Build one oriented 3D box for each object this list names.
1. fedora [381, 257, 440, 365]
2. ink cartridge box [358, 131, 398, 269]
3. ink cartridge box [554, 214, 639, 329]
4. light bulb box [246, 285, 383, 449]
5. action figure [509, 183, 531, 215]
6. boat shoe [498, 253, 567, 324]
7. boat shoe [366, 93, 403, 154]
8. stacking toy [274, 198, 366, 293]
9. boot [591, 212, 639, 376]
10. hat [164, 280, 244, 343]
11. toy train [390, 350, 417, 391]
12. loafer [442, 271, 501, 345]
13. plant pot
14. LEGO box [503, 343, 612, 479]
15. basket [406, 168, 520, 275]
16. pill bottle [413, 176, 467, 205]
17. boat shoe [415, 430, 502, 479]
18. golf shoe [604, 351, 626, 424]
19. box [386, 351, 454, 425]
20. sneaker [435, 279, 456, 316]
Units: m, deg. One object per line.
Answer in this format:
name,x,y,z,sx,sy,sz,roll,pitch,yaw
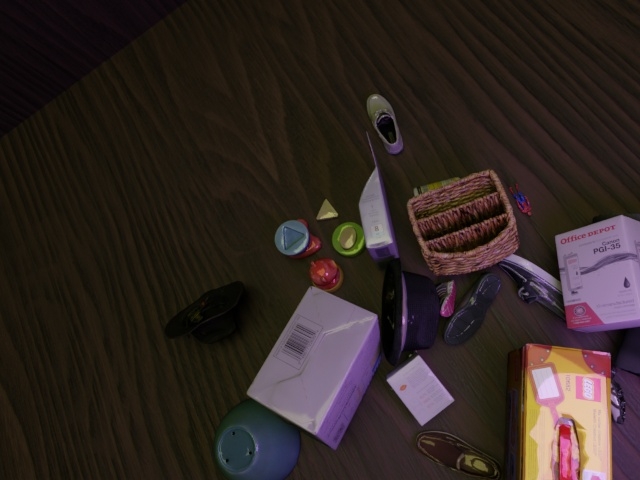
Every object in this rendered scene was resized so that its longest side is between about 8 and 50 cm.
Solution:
fedora,0.284,0.222,1.463,0.152,0.334,0.334,2,74,-1
ink cartridge box,0.178,-0.120,1.563,0.091,0.308,0.385,-14,71,11
ink cartridge box,0.786,0.098,1.296,0.207,0.117,0.283,-29,54,54
light bulb box,0.009,0.390,1.398,0.225,0.361,0.358,23,66,22
action figure,0.677,-0.134,1.575,0.038,0.030,0.115,-24,71,3
boat shoe,0.666,0.149,1.460,0.301,0.108,0.102,37,85,15
boat shoe,0.236,-0.450,1.759,0.096,0.088,0.268,-18,71,11
stacking toy,0.000,0.000,1.676,0.279,0.130,0.309,-47,68,0
boot,0.913,0.157,1.322,0.367,0.146,0.446,10,87,59
hat,-0.387,0.287,1.673,0.331,0.331,0.134,-27,106,7
toy train,0.277,0.423,1.529,0.036,0.027,0.158,29,84,18
loafer,0.481,0.219,1.514,0.096,0.084,0.268,36,90,-11
plant pot,-0.230,0.662,1.517,0.290,0.195,0.291,-4,73,14
LEGO box,0.598,0.540,1.218,0.193,0.372,0.501,4,76,17
basket,0.448,-0.043,1.469,0.299,0.223,0.214,-19,38,12
pill bottle,0.431,-0.148,1.600,0.208,0.119,0.119,-13,71,12
boat shoe,0.410,0.639,1.392,0.257,0.095,0.095,13,78,19
golf shoe,0.820,0.429,1.358,0.093,0.077,0.198,-19,70,33
box,0.307,0.458,1.459,0.130,0.091,0.170,-38,79,2
sneaker,0.391,0.189,1.514,0.074,0.063,0.170,-7,28,27
